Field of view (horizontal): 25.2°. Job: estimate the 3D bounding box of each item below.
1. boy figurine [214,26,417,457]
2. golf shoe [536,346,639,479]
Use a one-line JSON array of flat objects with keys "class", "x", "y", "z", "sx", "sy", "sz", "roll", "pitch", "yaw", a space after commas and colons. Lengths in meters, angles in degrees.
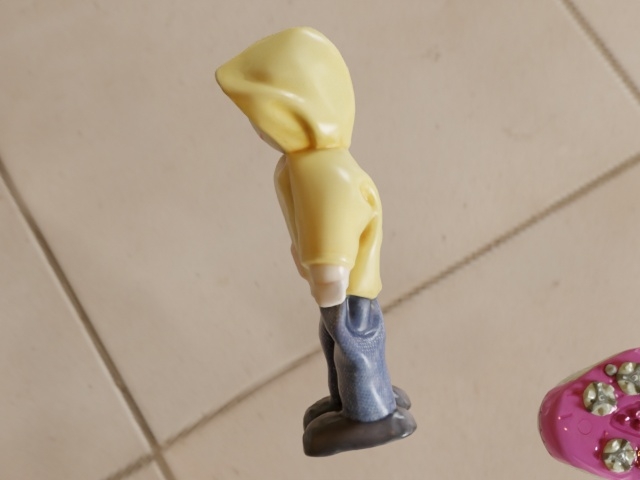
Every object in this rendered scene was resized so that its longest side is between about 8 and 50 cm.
[{"class": "boy figurine", "x": 0.000, "y": 0.000, "z": 0.974, "sx": 0.092, "sy": 0.177, "sz": 0.285, "roll": -14, "pitch": 101, "yaw": 2}, {"class": "golf shoe", "x": 0.291, "y": 0.137, "z": 1.167, "sx": 0.306, "sy": 0.140, "sz": 0.115, "roll": -5, "pitch": 84, "yaw": -27}]
